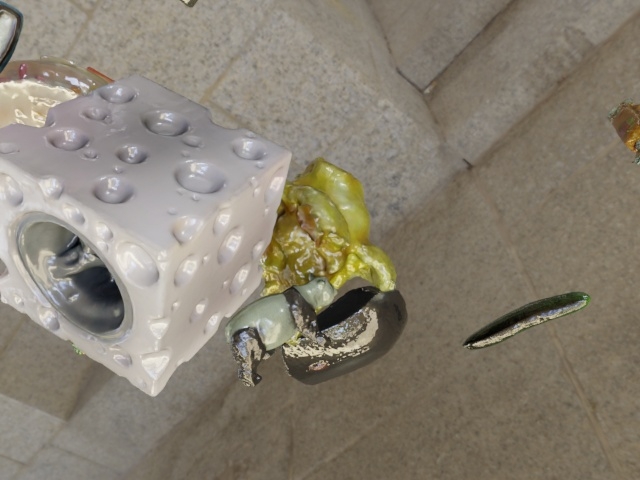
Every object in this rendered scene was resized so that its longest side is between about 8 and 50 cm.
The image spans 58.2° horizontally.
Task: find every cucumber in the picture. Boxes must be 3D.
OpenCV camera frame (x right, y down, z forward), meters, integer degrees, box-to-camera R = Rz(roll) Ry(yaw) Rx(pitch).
[{"bbox_3d":[0.438,0.172,1.240,0.284,0.056,0.056,-28,33,22],"label":"cucumber"}]

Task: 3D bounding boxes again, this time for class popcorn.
[{"bbox_3d":[0.000,0.006,1.134,0.290,0.326,0.321,-65,-14,-51],"label":"popcorn"}]

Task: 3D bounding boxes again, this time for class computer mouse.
[{"bbox_3d":[0.059,0.212,1.207,0.295,0.168,0.087,-33,39,-3],"label":"computer mouse"}]

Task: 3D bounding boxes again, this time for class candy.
[{"bbox_3d":[0.468,-0.161,0.847,0.053,0.047,0.182,-58,9,37],"label":"candy"}]

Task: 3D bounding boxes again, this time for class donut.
[{"bbox_3d":[-0.527,-0.195,1.160,0.383,0.383,0.142,-44,30,26],"label":"donut"}]

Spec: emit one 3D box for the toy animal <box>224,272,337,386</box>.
[{"bbox_3d":[-0.060,0.138,0.977,0.225,0.121,0.094,-26,23,-19],"label":"toy animal"}]

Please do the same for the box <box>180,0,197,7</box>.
[{"bbox_3d":[-0.278,-0.653,1.304,0.178,0.138,0.274,-47,30,27],"label":"box"}]

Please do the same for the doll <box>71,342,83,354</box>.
[{"bbox_3d":[-0.603,0.251,1.541,0.113,0.078,0.076,-25,20,-8],"label":"doll"}]

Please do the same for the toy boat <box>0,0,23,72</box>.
[{"bbox_3d":[-0.475,-0.277,0.824,0.061,0.060,0.137,35,98,52],"label":"toy boat"}]

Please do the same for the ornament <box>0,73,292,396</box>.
[{"bbox_3d":[-0.212,-0.016,0.689,0.239,0.239,0.239,-47,-19,-47],"label":"ornament"}]
